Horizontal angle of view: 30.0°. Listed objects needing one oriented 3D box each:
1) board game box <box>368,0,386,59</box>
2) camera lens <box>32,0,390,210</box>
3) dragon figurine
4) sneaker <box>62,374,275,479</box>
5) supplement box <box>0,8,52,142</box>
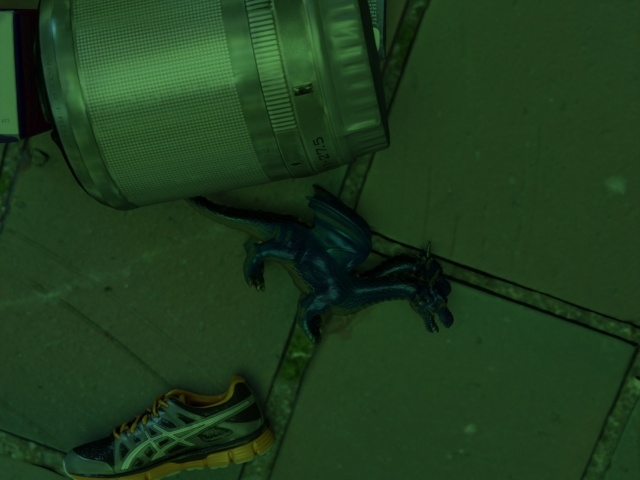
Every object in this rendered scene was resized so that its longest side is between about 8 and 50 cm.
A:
[{"bbox_3d":[-0.038,-0.238,1.140,0.201,0.035,0.136,1,101,4],"label":"board game box"},{"bbox_3d":[-0.092,-0.151,1.031,0.274,0.219,0.219,-10,100,7],"label":"camera lens"},{"bbox_3d":[0.000,0.000,1.158,0.289,0.085,0.144,44,101,-5],"label":"dragon figurine"},{"bbox_3d":[-0.157,0.195,1.214,0.215,0.084,0.083,-13,98,-3],"label":"sneaker"},{"bbox_3d":[-0.293,-0.154,1.081,0.111,0.220,0.113,0,100,3],"label":"supplement box"}]
